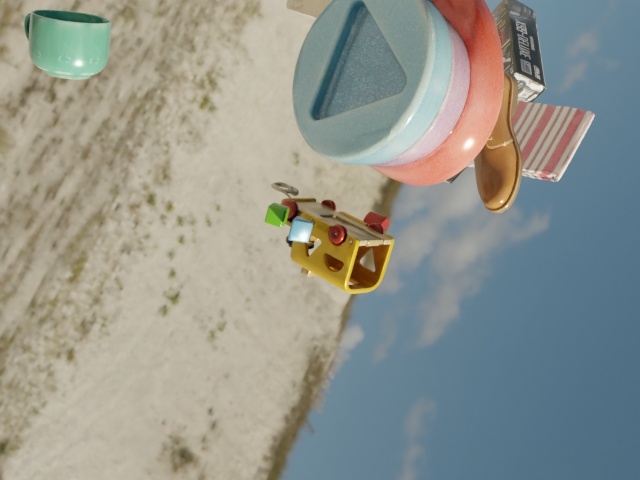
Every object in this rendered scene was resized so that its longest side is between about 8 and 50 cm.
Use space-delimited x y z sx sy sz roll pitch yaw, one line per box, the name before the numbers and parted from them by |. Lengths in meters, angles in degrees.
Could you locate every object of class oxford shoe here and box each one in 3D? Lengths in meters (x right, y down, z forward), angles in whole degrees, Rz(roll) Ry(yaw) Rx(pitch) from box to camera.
oxford shoe | 0.233 -0.143 1.390 0.076 0.076 0.212 -13 -108 42

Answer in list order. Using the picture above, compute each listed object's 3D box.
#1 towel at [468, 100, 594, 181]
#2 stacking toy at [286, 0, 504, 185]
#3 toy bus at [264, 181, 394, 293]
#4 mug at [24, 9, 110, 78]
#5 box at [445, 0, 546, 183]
towel | 0.332 -0.165 1.615 0.197 0.029 0.144 15 -118 38
stacking toy | 0.058 -0.216 0.699 0.309 0.130 0.279 -54 -133 23
toy bus | 0.005 0.005 1.464 0.202 0.191 0.104 -94 -161 -74
mug | -0.419 -0.326 1.645 0.158 0.129 0.097 -137 -129 -61
box | 0.315 -0.299 1.986 0.307 0.077 0.242 -48 -153 42
